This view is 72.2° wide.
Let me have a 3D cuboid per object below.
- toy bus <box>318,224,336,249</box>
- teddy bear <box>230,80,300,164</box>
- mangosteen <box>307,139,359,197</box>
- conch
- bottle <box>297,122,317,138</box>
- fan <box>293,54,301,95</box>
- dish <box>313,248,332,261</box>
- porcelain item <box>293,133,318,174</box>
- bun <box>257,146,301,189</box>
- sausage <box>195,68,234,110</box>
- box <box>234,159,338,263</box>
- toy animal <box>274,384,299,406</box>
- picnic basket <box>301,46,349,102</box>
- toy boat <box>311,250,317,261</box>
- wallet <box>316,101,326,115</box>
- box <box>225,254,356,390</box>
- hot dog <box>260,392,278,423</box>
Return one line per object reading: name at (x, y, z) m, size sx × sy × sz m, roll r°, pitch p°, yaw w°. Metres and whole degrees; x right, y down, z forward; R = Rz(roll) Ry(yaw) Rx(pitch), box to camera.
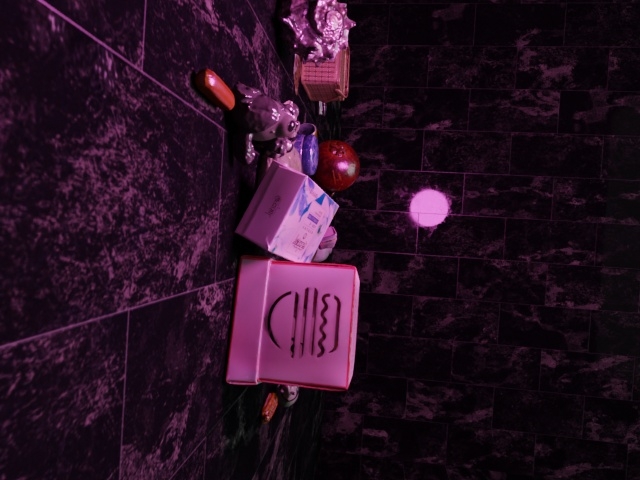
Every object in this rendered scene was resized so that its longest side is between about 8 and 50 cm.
toy bus at (-0.011, -0.087, 1.817) m, size 0.112 × 0.090 × 0.273 m, roll 87°, pitch -15°, yaw -52°
teddy bear at (-0.127, -0.256, 1.027) m, size 0.251 × 0.144 × 0.171 m, roll -45°, pitch 153°, yaw -75°
mangosteen at (0.043, -0.273, 1.759) m, size 0.257 × 0.215 × 0.215 m, roll 104°, pitch -4°, yaw -50°
conch at (-0.013, -0.683, 1.340) m, size 0.186 × 0.241 × 0.312 m, roll 114°, pitch -31°, yaw -71°
bottle at (-0.046, -0.355, 1.840) m, size 0.286 × 0.082 × 0.082 m, roll 83°, pitch 13°, yaw -56°
fan at (-0.091, -0.662, 1.617) m, size 0.226 × 0.008 × 0.152 m, roll 82°, pitch 14°, yaw -61°
dish at (0.000, 0.000, 2.254) m, size 0.256 × 0.118 × 0.256 m, roll 3°, pitch 90°, yaw -83°
porcelain item at (-0.067, -0.307, 1.570) m, size 0.147 × 0.114 × 0.147 m, roll 3°, pitch 90°, yaw -82°
bun at (-0.111, -0.185, 1.292) m, size 0.221 × 0.109 × 0.221 m, roll 4°, pitch 90°, yaw -83°
sausage at (-0.197, -0.283, 0.826) m, size 0.131 × 0.041 × 0.039 m, roll 22°, pitch 76°, yaw -82°
box at (-0.076, -0.059, 1.157) m, size 0.203 × 0.116 × 0.274 m, roll -61°, pitch 158°, yaw -2°
toy animal at (-0.118, 0.531, 1.589) m, size 0.225 × 0.094 × 0.121 m, roll 116°, pitch -14°, yaw -55°
picnic basket at (0.031, -0.739, 1.880) m, size 0.313 × 0.176 × 0.227 m, roll -20°, pitch 113°, yaw -83°
toy boat at (-0.063, 0.030, 1.872) m, size 0.292 × 0.099 × 0.108 m, roll 84°, pitch -14°, yaw -51°
wallet at (0.007, -0.757, 2.219) m, size 0.168 × 0.052 × 0.245 m, roll -76°, pitch 165°, yaw -72°
box at (-0.053, 0.222, 1.190) m, size 0.312 × 0.300 × 0.314 m, roll 58°, pitch 36°, yaw -77°
hot dog at (-0.171, 0.566, 1.484) m, size 0.144 × 0.038 × 0.062 m, roll -56°, pitch 150°, yaw -76°
